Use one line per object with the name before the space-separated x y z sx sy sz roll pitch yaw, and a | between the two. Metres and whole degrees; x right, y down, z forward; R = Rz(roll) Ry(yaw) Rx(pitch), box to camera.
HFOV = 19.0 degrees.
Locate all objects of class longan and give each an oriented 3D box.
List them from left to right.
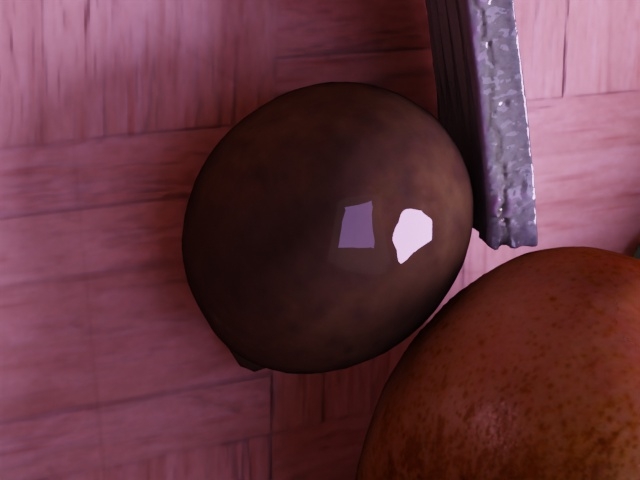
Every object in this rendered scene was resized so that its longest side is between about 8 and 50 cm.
longan | 0.000 0.000 1.124 0.185 0.159 0.204 -29 158 -53

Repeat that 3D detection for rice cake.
rice cake | 0.091 -0.105 1.157 0.037 0.189 0.198 -11 106 -4

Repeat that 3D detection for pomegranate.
pomegranate | 0.156 0.158 1.128 0.319 0.319 0.319 -9 106 -35

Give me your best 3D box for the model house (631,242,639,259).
model house | 0.357 0.077 1.369 0.303 0.215 0.237 -50 125 -12
